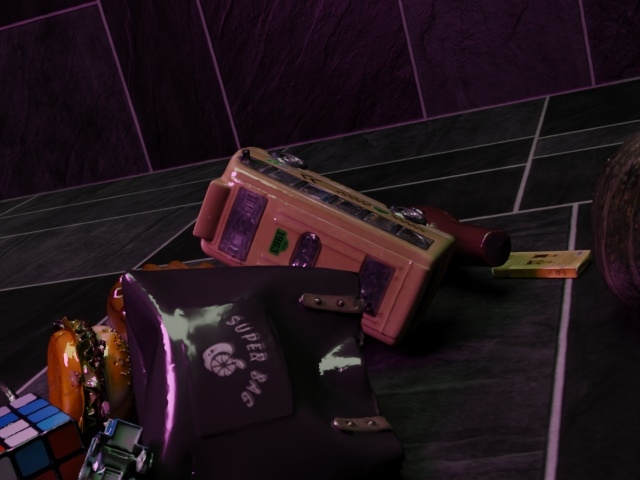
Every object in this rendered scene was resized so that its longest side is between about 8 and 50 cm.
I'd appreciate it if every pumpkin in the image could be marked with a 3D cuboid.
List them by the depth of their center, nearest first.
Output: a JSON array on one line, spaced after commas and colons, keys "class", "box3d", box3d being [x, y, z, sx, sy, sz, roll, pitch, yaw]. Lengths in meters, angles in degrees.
[{"class": "pumpkin", "box3d": [0.518, -0.035, 1.146, 0.327, 0.258, 0.291, -7, 10, 8]}]

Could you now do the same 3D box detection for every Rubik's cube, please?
[{"class": "Rubik's cube", "box3d": [-0.345, 0.285, 1.010, 0.154, 0.155, 0.151, -24, 16, -31]}]

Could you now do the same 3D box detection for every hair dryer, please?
[{"class": "hair dryer", "box3d": [0.102, -0.032, 1.458, 0.340, 0.123, 0.312, 20, -6, -22]}]

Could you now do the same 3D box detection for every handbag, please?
[{"class": "handbag", "box3d": [-0.067, 0.166, 1.010, 0.287, 0.152, 0.342, -9, 58, -9]}]

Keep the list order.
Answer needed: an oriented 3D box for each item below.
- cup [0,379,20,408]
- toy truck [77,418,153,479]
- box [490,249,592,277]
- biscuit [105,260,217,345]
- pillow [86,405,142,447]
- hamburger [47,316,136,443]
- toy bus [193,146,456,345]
[{"class": "cup", "box3d": [-0.475, 0.282, 1.163, 0.176, 0.169, 0.223, -23, -13, -39]}, {"class": "toy truck", "box3d": [-0.226, 0.266, 0.888, 0.067, 0.175, 0.081, 23, -18, -18]}, {"class": "box", "box3d": [0.358, 0.039, 1.450, 0.149, 0.020, 0.073, -1, 22, 38]}, {"class": "biscuit", "box3d": [-0.145, 0.123, 1.272, 0.331, 0.103, 0.332, 12, 16, -3]}, {"class": "pillow", "box3d": [-0.270, 0.213, 1.270, 0.185, 0.106, 0.250, -8, 19, 4]}, {"class": "hamburger", "box3d": [-0.284, 0.175, 1.108, 0.093, 0.164, 0.189, -4, -7, -27]}, {"class": "toy bus", "box3d": [0.000, 0.000, 1.320, 0.365, 0.177, 0.202, 25, 17, 12]}]
